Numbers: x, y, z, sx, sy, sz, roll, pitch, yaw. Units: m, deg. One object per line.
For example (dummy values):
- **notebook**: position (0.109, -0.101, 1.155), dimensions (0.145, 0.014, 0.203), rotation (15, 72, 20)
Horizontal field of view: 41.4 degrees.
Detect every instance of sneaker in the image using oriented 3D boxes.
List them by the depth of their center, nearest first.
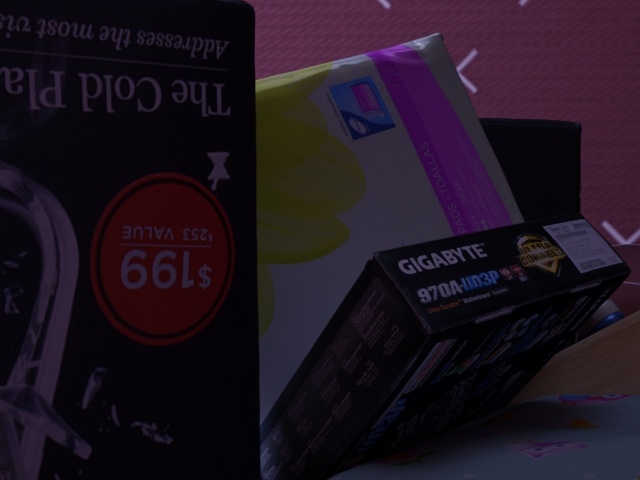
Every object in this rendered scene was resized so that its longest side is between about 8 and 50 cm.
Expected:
- **sneaker**: position (0.320, 0.130, 0.947), dimensions (0.058, 0.085, 0.152), rotation (-27, -24, -10)

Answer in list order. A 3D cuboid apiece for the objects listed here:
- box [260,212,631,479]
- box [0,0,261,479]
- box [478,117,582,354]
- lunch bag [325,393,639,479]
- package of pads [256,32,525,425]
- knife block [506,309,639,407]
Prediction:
- **box**: position (0.057, 0.085, 0.494), dimensions (0.175, 0.220, 0.051), rotation (-10, 53, -40)
- **box**: position (-0.203, 0.060, 0.315), dimensions (0.343, 0.313, 0.178), rotation (-6, 9, -43)
- **box**: position (-0.060, 0.015, 0.922), dimensions (0.479, 0.298, 0.471), rotation (-3, 8, -24)
- **lunch bag**: position (0.129, 0.146, 0.412), dimensions (0.224, 0.108, 0.279), rotation (-11, -6, 43)
- **package of pads**: position (0.000, 0.000, 0.600), dimensions (0.296, 0.229, 0.101), rotation (-19, -7, -25)
- **knife block**: position (0.291, 0.073, 0.602), dimensions (0.275, 0.242, 0.088), rotation (-3, 51, -27)
